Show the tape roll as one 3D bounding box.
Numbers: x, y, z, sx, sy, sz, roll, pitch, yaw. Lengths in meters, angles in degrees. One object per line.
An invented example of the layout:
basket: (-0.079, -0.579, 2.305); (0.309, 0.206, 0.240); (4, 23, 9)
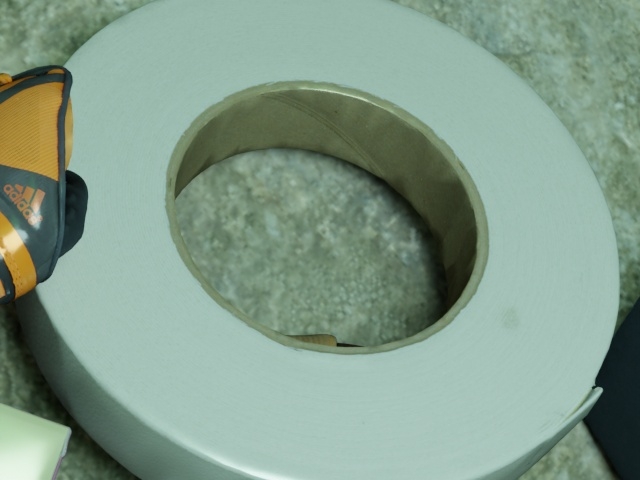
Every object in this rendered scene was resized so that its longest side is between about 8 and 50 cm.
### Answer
tape roll: (0.000, 0.000, 0.985); (0.392, 0.072, 0.392); (8, 55, -12)

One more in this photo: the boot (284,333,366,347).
boot: (0.022, 0.181, 0.971); (0.207, 0.090, 0.248); (15, 64, -13)

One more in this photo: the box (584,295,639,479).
box: (0.430, 0.121, 1.035); (0.395, 0.212, 0.293); (-14, 58, -24)

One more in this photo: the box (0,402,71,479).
box: (-0.292, 0.170, 0.844); (0.243, 0.117, 0.213); (22, 65, -13)

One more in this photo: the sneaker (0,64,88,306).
sneaker: (-0.236, -0.056, 0.885); (0.180, 0.124, 0.321); (-23, 48, -20)
